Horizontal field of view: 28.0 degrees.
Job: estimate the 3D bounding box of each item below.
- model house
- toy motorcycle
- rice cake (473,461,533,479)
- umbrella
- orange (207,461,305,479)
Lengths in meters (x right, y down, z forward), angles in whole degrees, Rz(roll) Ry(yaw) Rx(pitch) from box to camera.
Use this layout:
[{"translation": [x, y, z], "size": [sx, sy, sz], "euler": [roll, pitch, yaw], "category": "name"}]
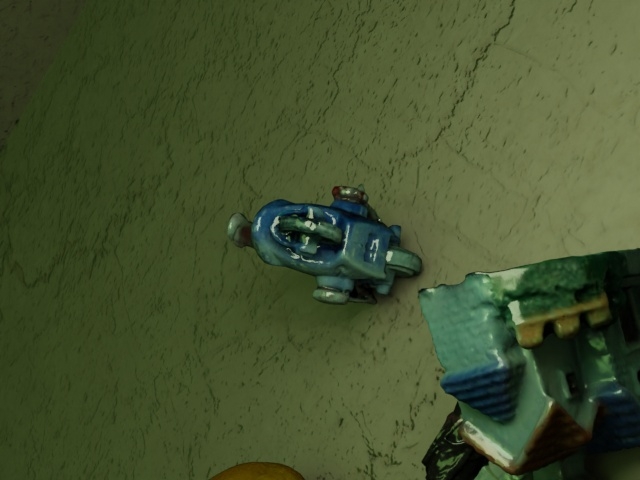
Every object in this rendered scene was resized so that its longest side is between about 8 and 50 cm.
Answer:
[{"translation": [0.307, 0.194, 1.640], "size": [0.251, 0.295, 0.329], "euler": [-14, 82, 40], "category": "model house"}, {"translation": [-0.002, 0.023, 2.029], "size": [0.241, 0.319, 0.182], "euler": [-27, 59, 31], "category": "toy motorcycle"}, {"translation": [0.206, 0.414, 1.839], "size": [0.336, 0.063, 0.066], "euler": [-54, 51, 18], "category": "rice cake"}, {"translation": [0.233, 0.231, 1.855], "size": [0.090, 0.094, 0.326], "euler": [26, 97, 23], "category": "umbrella"}, {"translation": [-0.104, 0.478, 2.040], "size": [0.264, 0.264, 0.264], "euler": [-21, 60, 43], "category": "orange"}]
